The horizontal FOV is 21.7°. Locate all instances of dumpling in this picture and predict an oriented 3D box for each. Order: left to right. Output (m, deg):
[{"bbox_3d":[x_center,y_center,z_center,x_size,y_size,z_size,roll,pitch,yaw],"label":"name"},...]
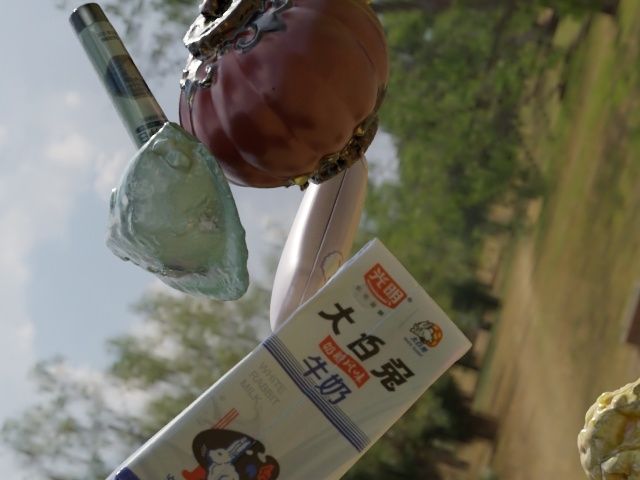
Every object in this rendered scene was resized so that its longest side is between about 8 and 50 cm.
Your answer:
[{"bbox_3d":[-0.135,-0.011,1.514,0.217,0.104,0.149,-46,54,54],"label":"dumpling"}]

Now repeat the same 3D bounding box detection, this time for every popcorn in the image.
[{"bbox_3d":[0.373,0.230,1.853,0.170,0.180,0.180,-76,-1,-59],"label":"popcorn"}]

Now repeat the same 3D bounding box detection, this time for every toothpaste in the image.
[{"bbox_3d":[-0.185,-0.135,1.665,0.062,0.239,0.039,-16,-23,-38],"label":"toothpaste"}]

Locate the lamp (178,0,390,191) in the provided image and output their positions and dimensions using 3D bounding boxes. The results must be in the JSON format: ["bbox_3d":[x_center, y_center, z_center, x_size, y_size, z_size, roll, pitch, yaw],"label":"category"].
[{"bbox_3d":[-0.041,-0.158,1.619,0.227,0.226,0.227,17,-90,-82],"label":"lamp"}]

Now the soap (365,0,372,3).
[{"bbox_3d":[0.029,-0.497,2.183,0.115,0.306,0.427,13,-118,-46],"label":"soap"}]

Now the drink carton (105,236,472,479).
[{"bbox_3d":[-0.027,0.146,1.374,0.315,0.130,0.106,-41,0,-26],"label":"drink carton"}]

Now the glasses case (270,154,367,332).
[{"bbox_3d":[0.000,0.000,1.980,0.297,0.075,0.113,-70,1,-49],"label":"glasses case"}]
